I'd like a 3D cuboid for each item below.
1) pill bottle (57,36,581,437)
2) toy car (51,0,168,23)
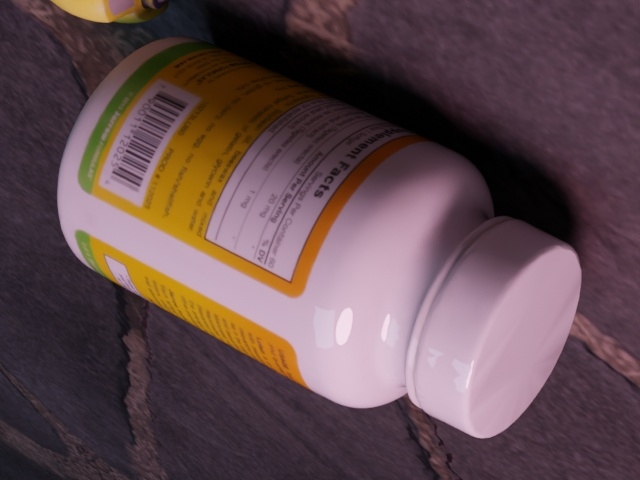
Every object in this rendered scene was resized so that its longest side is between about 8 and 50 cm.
[{"bbox_3d":[0.000,0.000,0.850,0.245,0.136,0.136,26,156,29],"label":"pill bottle"},{"bbox_3d":[-0.114,-0.172,0.779,0.225,0.053,0.239,15,153,51],"label":"toy car"}]
